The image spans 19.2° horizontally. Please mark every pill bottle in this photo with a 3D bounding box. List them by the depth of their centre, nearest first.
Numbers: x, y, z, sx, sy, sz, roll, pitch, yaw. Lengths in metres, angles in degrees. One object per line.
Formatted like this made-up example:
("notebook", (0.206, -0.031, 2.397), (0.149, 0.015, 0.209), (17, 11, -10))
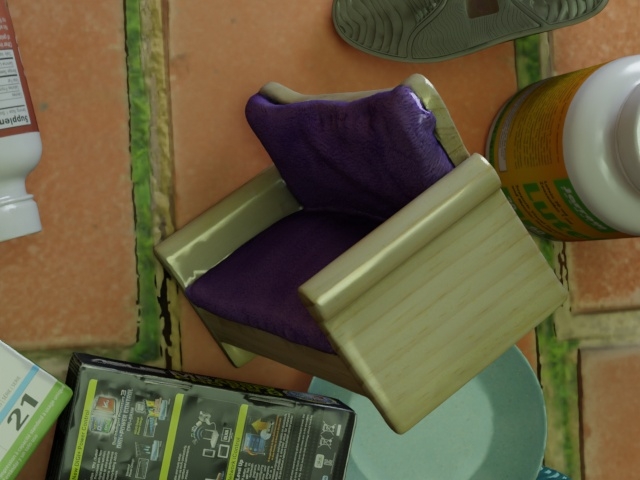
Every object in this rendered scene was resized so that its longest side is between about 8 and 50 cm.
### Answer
("pill bottle", (-0.270, -0.100, 1.362), (0.121, 0.121, 0.216), (-14, 93, -17))
("pill bottle", (0.231, -0.070, 1.447), (0.136, 0.246, 0.136), (1, 88, -17))

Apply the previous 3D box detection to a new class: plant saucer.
("plant saucer", (0.080, 0.146, 1.492), (0.195, 0.037, 0.195), (0, 94, -5))

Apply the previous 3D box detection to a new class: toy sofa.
("toy sofa", (0.000, 0.000, 1.317), (0.150, 0.362, 0.177), (-37, 105, -14))

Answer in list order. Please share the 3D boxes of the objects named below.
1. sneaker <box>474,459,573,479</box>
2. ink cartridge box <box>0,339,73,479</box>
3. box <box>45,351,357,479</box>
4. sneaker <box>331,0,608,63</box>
("sneaker", (0.223, 0.251, 1.524), (0.229, 0.092, 0.087), (27, 83, 5))
("ink cartridge box", (-0.339, 0.110, 1.347), (0.255, 0.097, 0.189), (37, 79, -14))
("box", (-0.105, 0.235, 1.417), (0.216, 0.060, 0.270), (10, 92, -14))
("sneaker", (0.126, -0.186, 1.513), (0.222, 0.118, 0.083), (-5, 93, 12))
